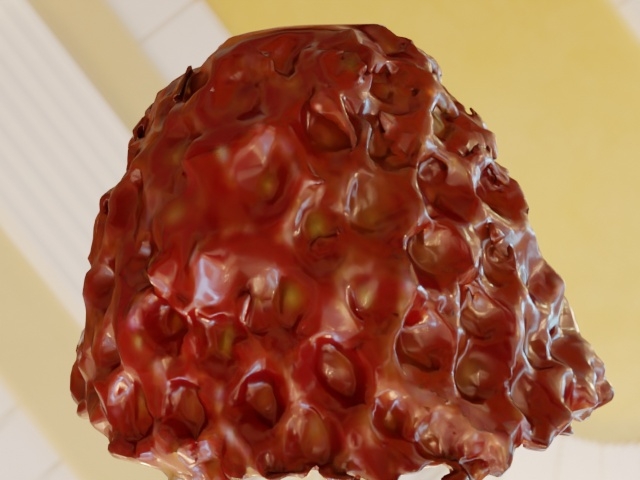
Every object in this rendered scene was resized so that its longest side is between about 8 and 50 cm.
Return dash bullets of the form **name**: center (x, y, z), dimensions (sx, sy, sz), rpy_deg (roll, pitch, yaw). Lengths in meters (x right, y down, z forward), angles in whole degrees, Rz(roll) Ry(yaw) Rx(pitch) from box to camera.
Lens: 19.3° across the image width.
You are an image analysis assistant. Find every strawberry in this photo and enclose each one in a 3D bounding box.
- **strawberry**: center (0.000, 0.000, 0.772), dimensions (0.234, 0.178, 0.234), rpy_deg (-3, -171, 0)
